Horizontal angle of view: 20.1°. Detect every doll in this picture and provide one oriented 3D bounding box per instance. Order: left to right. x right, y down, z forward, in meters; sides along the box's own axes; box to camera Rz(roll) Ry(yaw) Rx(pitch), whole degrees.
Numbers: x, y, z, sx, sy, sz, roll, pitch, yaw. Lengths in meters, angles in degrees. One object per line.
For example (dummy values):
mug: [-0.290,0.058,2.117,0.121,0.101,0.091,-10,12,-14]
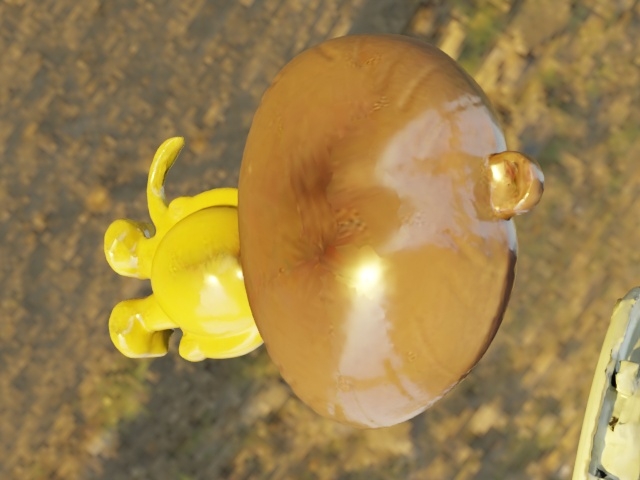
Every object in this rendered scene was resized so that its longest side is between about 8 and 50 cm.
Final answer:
doll: [-0.001,-0.009,0.685,0.096,0.188,0.145,13,90,-49]

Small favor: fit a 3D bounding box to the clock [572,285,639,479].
clock: [0.163,0.141,0.917,0.236,0.053,0.236,7,90,-74]
